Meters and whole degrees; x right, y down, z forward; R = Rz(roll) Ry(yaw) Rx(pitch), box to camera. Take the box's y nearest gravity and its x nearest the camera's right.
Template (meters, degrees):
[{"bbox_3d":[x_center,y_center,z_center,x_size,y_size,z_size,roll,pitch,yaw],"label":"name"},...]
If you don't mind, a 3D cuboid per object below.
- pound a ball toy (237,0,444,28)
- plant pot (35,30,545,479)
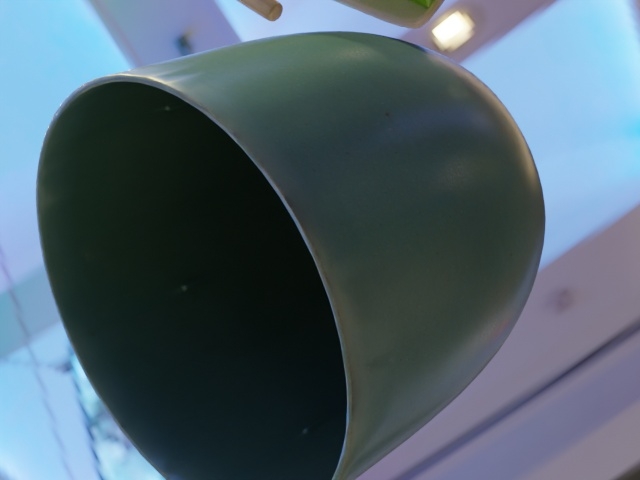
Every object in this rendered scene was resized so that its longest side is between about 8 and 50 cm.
[{"bbox_3d":[-0.033,-0.265,1.424,0.135,0.319,0.208,-56,-24,-21],"label":"pound a ball toy"},{"bbox_3d":[0.000,0.000,1.240,0.235,0.293,0.293,-26,-32,-37],"label":"plant pot"}]
